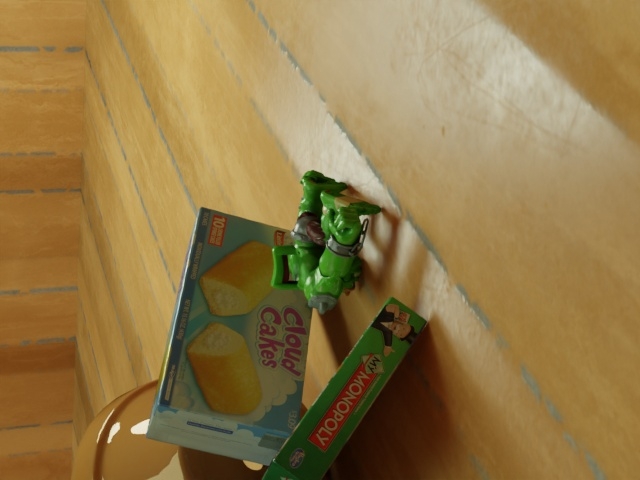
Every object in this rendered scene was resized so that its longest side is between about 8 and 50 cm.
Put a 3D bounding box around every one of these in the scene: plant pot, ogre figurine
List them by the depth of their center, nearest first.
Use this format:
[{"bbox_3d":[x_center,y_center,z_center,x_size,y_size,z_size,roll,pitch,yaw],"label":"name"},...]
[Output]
[{"bbox_3d":[0.000,0.000,1.146,0.197,0.097,0.118,33,113,52],"label":"ogre figurine"},{"bbox_3d":[-0.129,0.284,1.315,0.203,0.291,0.291,-37,57,48],"label":"plant pot"}]

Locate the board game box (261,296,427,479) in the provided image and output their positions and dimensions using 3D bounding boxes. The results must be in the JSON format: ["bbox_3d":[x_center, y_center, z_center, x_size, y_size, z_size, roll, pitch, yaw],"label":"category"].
[{"bbox_3d":[-0.010,0.216,1.080,0.046,0.213,0.317,34,143,7],"label":"board game box"}]

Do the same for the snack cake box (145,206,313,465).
[{"bbox_3d":[-0.092,0.105,1.212,0.089,0.152,0.264,115,165,-51],"label":"snack cake box"}]
